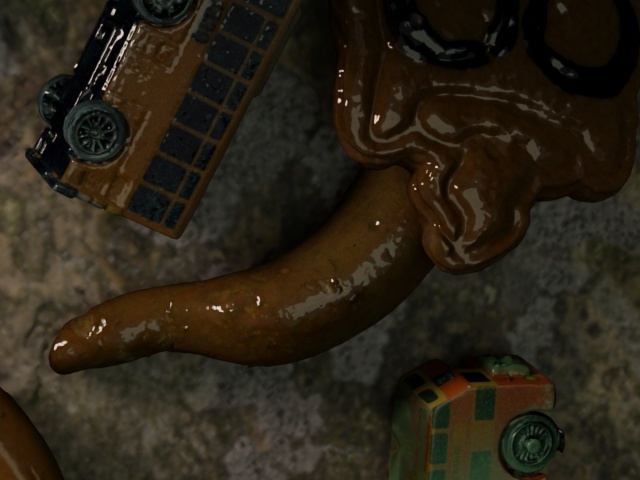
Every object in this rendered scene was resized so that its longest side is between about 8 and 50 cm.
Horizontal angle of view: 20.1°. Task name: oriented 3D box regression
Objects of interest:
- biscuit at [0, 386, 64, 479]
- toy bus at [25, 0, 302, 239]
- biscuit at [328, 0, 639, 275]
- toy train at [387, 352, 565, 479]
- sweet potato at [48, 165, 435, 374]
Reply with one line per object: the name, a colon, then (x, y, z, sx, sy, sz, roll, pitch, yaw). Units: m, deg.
biscuit: (-0.270, 0.177, 1.024, 0.262, 0.037, 0.262, 0, 100, -2)
toy bus: (-0.083, -0.102, 1.029, 0.103, 0.091, 0.182, 25, 96, -25)
biscuit: (0.103, -0.123, 1.067, 0.208, 0.041, 0.290, 10, 80, -19)
toy train: (0.099, 0.165, 1.171, 0.099, 0.072, 0.188, -1, 104, -20)
sweet potato: (0.001, 0.008, 1.099, 0.346, 0.079, 0.108, -35, 82, -7)
